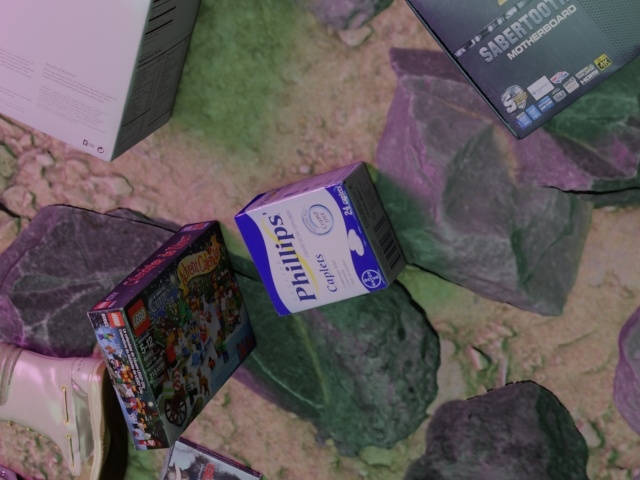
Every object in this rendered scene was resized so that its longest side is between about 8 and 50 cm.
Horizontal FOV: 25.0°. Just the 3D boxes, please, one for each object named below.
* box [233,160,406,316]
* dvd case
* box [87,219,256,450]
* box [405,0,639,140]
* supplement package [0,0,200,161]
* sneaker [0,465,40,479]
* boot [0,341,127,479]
[{"bbox_3d":[0.000,0.000,1.526,0.137,0.072,0.126,-17,105,27],"label":"box"},{"bbox_3d":[-0.135,0.293,1.739,0.119,0.013,0.087,24,119,10],"label":"dvd case"},{"bbox_3d":[-0.151,0.096,1.531,0.044,0.233,0.159,-8,110,24],"label":"box"},{"bbox_3d":[0.222,-0.232,1.348,0.232,0.059,0.183,-36,95,29],"label":"box"},{"bbox_3d":[-0.243,-0.225,1.473,0.194,0.149,0.203,24,119,9],"label":"supplement package"},{"bbox_3d":[-0.473,0.340,1.813,0.330,0.146,0.122,15,118,16],"label":"sneaker"},{"bbox_3d":[-0.323,0.231,1.746,0.165,0.077,0.213,9,110,16],"label":"boot"}]
